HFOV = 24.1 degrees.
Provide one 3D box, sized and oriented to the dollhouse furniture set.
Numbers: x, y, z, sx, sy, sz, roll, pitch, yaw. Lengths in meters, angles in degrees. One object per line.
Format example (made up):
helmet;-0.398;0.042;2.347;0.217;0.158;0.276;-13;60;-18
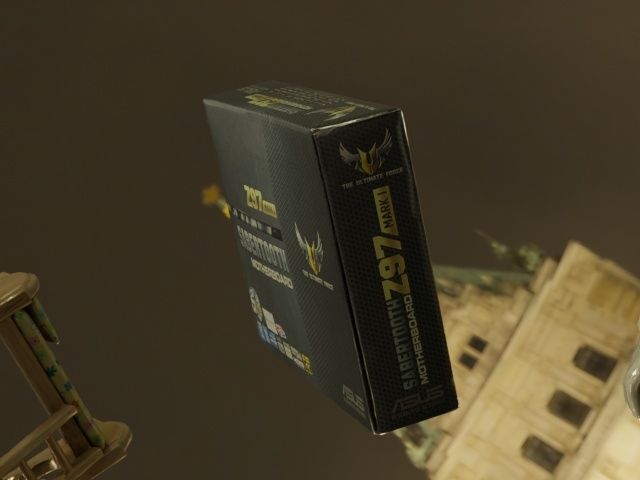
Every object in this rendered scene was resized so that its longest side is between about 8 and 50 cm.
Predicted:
dollhouse furniture set;-0.167;0.066;0.752;0.101;0.161;0.182;-33;-70;-15

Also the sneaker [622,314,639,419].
sneaker;0.172;0.016;0.628;0.121;0.262;0.099;-24;-53;7

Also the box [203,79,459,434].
box;0.000;0.000;0.934;0.059;0.233;0.183;-16;-75;-17
